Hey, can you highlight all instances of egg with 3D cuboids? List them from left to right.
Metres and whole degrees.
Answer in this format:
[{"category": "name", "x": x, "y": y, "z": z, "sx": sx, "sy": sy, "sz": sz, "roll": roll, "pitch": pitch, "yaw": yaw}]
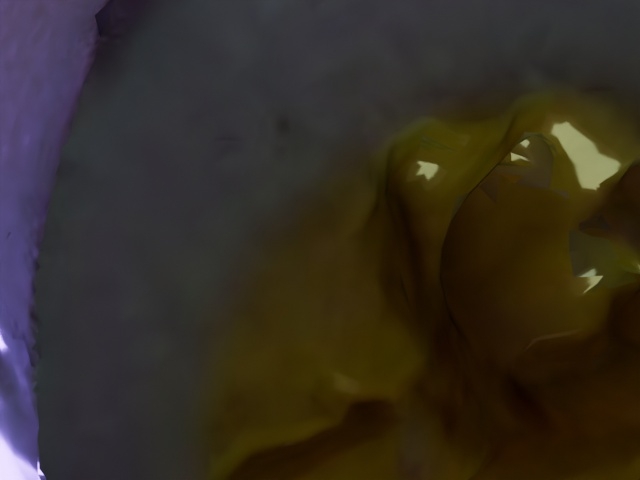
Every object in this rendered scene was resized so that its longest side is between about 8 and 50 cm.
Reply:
[{"category": "egg", "x": 0.000, "y": 0.000, "z": 0.696, "sx": 0.355, "sy": 0.354, "sz": 0.340, "roll": 1, "pitch": -171, "yaw": -26}]
